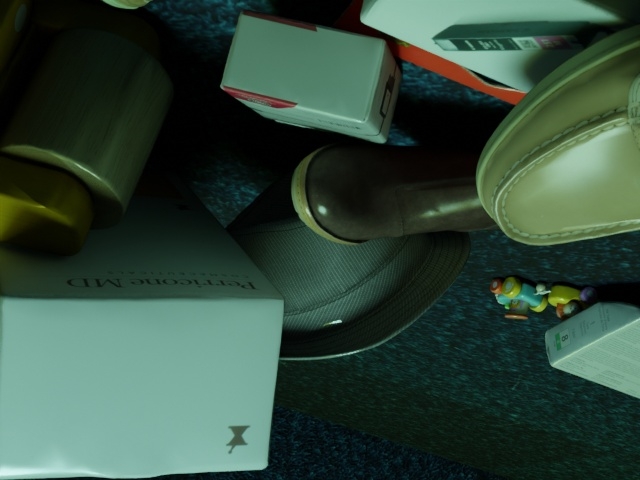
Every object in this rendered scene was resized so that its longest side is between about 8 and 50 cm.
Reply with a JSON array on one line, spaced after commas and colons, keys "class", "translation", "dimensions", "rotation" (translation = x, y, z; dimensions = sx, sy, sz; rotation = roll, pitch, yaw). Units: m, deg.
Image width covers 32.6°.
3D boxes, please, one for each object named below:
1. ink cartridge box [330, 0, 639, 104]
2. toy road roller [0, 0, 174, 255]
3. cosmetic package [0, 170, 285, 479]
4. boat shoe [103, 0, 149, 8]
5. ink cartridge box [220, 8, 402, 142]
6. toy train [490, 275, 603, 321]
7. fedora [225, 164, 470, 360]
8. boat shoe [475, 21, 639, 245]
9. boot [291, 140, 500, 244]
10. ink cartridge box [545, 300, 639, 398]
[{"class": "ink cartridge box", "translation": [0.157, -0.125, 0.764], "dimensions": [0.275, 0.060, 0.239], "rotation": [20, 161, -13]}, {"class": "toy road roller", "translation": [-0.293, -0.151, 0.859], "dimensions": [0.330, 0.202, 0.240], "rotation": [16, 151, 2]}, {"class": "cosmetic package", "translation": [-0.210, 0.052, 1.057], "dimensions": [0.230, 0.161, 0.453], "rotation": [2, -164, -20]}, {"class": "boat shoe", "translation": [-0.140, -0.220, 0.729], "dimensions": [0.072, 0.068, 0.190], "rotation": [-2, 157, 16]}, {"class": "ink cartridge box", "translation": [-0.001, -0.121, 0.837], "dimensions": [0.109, 0.063, 0.150], "rotation": [14, -179, 8]}, {"class": "toy train", "translation": [0.283, 0.089, 1.315], "dimensions": [0.166, 0.046, 0.125], "rotation": [9, 161, 20]}, {"class": "fedora", "translation": [0.000, 0.000, 1.084], "dimensions": [0.275, 0.244, 0.124], "rotation": [9, 136, 59]}, {"class": "boat shoe", "translation": [0.235, -0.064, 0.622], "dimensions": [0.341, 0.110, 0.122], "rotation": [-26, 129, 34]}, {"class": "boot", "translation": [0.122, -0.052, 0.903], "dimensions": [0.207, 0.090, 0.248], "rotation": [-10, 173, 41]}, {"class": "ink cartridge box", "translation": [0.397, 0.102, 1.236], "dimensions": [0.181, 0.056, 0.225], "rotation": [22, 138, -31]}]
